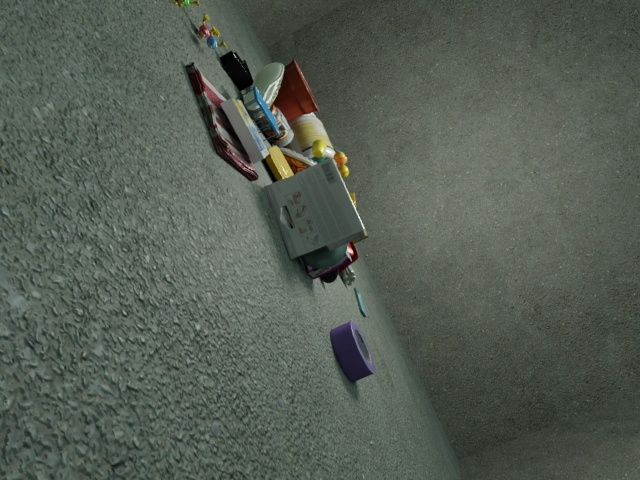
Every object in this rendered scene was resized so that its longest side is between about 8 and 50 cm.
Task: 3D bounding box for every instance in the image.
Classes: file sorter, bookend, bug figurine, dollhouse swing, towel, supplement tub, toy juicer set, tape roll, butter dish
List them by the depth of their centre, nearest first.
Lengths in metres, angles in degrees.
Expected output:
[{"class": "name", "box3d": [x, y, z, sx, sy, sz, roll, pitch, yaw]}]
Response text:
[{"class": "towel", "box3d": [-0.294, -0.359, 1.329, 0.328, 0.037, 0.237, 67, 9, 17]}, {"class": "tape roll", "box3d": [0.109, 0.373, 1.464, 0.189, 0.080, 0.189, 60, 10, -18]}, {"class": "bug figurine", "box3d": [-0.447, -0.800, 1.543, 0.279, 0.072, 0.216, 53, 8, -31]}, {"class": "file sorter", "box3d": [-0.249, -0.481, 1.679, 0.170, 0.105, 0.118, 56, 12, -43]}, {"class": "dollhouse swing", "box3d": [-0.036, -0.271, 1.814, 0.347, 0.315, 0.304, -78, 155, -74]}, {"class": "bookend", "box3d": [-0.368, -0.757, 1.857, 0.156, 0.072, 0.157, 47, 19, -61]}, {"class": "supplement tub", "box3d": [-0.211, -0.526, 1.974, 0.190, 0.117, 0.117, 50, 17, -53]}, {"class": "butter dish", "box3d": [0.074, 0.051, 2.014, 0.118, 0.160, 0.160, 21, 39, -42]}, {"class": "toy juicer set", "box3d": [0.036, -0.358, 2.179, 0.329, 0.209, 0.089, 110, -6, -56]}, {"class": "supplement tub", "box3d": [-0.071, -0.513, 2.322, 0.241, 0.241, 0.331, 48, 20, -60]}]

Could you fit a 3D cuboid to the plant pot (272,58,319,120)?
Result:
[{"class": "plant pot", "box3d": [-0.183, -0.700, 2.128, 0.272, 0.265, 0.272, 62, 9, -18]}]

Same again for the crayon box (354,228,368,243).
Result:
[{"class": "crayon box", "box3d": [0.106, -0.083, 2.268, 0.322, 0.203, 0.083, 59, 11, -28]}]

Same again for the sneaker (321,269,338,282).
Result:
[{"class": "sneaker", "box3d": [0.015, 0.045, 1.776, 0.145, 0.090, 0.269, 80, -6, -81]}]

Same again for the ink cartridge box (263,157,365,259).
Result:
[{"class": "ink cartridge box", "box3d": [-0.023, -0.102, 1.470, 0.066, 0.261, 0.296, 63, 5, -69]}]

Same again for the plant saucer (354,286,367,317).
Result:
[{"class": "plant saucer", "box3d": [0.214, 0.332, 2.337, 0.067, 0.018, 0.192, 58, 10, -32]}]

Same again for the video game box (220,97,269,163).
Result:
[{"class": "video game box", "box3d": [-0.238, -0.355, 1.403, 0.205, 0.048, 0.187, 62, 4, -15]}]

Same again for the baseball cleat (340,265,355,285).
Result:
[{"class": "baseball cleat", "box3d": [0.115, 0.129, 2.173, 0.109, 0.072, 0.205, 51, -16, 58]}]

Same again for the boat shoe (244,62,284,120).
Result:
[{"class": "boat shoe", "box3d": [-0.239, -0.652, 1.884, 0.091, 0.109, 0.304, 80, 29, -58]}]

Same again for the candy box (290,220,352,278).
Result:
[{"class": "candy box", "box3d": [-0.001, 0.003, 1.591, 0.071, 0.159, 0.233, 51, 15, -58]}]

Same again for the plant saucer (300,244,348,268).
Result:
[{"class": "plant saucer", "box3d": [0.000, 0.000, 1.500, 0.194, 0.195, 0.037, 68, 14, 19]}]

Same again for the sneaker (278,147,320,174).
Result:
[{"class": "sneaker", "box3d": [-0.090, -0.303, 2.045, 0.321, 0.180, 0.124, 25, 17, -16]}]
